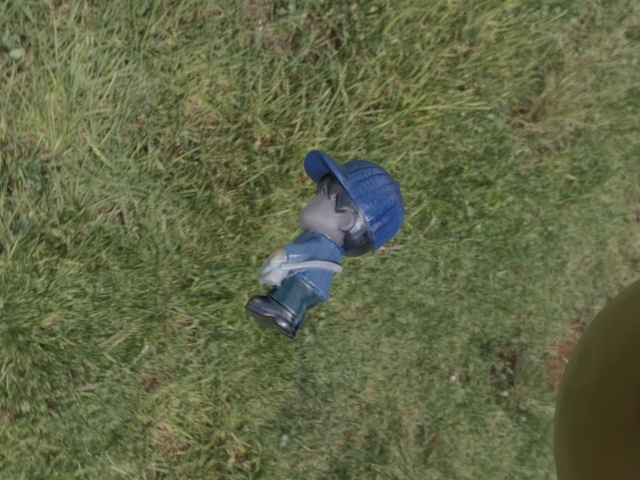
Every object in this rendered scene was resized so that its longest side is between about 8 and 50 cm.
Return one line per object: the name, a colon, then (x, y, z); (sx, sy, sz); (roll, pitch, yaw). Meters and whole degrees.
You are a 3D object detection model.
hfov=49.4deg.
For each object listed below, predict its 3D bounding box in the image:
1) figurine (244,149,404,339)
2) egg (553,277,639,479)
figurine: (0.008, 0.004, 0.482); (0.079, 0.077, 0.136); (19, 74, 10)
egg: (0.318, 0.149, 0.484); (0.301, 0.374, 0.301); (1, 99, 6)
